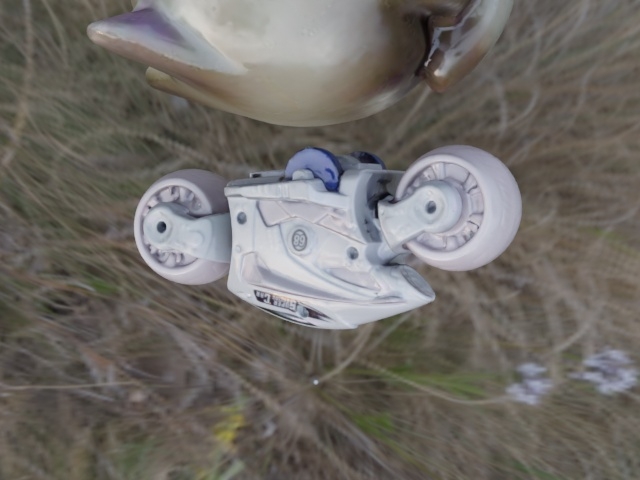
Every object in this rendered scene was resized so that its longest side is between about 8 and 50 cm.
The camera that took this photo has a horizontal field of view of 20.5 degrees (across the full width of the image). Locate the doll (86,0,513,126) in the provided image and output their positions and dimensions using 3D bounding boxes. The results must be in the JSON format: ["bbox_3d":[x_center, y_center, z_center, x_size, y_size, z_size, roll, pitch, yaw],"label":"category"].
[{"bbox_3d":[0.042,-0.222,0.993,0.226,0.215,0.370,28,92,2],"label":"doll"}]

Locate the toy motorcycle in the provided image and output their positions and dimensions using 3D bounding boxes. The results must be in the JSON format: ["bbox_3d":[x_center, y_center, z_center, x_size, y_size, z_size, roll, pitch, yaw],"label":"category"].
[{"bbox_3d":[0.000,0.000,1.056,0.254,0.112,0.112,-5,85,30],"label":"toy motorcycle"}]
